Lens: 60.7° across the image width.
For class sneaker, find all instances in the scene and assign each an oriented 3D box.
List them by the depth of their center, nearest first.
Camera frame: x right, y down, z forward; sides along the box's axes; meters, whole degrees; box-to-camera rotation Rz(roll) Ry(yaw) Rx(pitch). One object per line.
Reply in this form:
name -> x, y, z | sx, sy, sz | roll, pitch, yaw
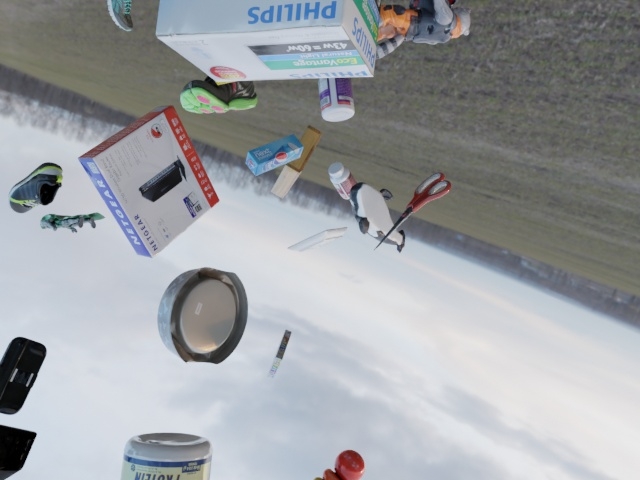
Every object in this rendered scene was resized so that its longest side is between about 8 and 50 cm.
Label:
sneaker -> -0.578, -0.699, 1.588 | 0.076, 0.167, 0.065 | -5, -153, 23
sneaker -> -0.851, -0.138, 1.629 | 0.084, 0.234, 0.097 | 16, -137, -54
sneaker -> -0.400, -0.602, 2.121 | 0.185, 0.203, 0.483 | 1, -163, 15

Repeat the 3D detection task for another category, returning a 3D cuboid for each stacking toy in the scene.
stacking toy -> 0.000, 0.725, 1.523 | 0.141, 0.330, 0.141 | 44, 173, 7

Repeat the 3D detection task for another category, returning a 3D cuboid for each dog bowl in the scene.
dog bowl -> -0.402, 0.253, 1.861 | 0.102, 0.349, 0.348 | 4, 173, 36

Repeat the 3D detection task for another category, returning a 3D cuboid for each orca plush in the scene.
orca plush -> 0.158, -0.078, 1.643 | 0.102, 0.151, 0.287 | 17, 171, 47

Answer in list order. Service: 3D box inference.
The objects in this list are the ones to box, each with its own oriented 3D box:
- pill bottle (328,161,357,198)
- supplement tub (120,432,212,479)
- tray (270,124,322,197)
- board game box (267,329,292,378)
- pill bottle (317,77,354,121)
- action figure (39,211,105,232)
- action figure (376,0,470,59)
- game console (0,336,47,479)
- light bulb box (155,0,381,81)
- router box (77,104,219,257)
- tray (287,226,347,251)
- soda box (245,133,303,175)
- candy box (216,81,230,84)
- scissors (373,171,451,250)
pill bottle -> 0.092, -0.245, 2.218 | 0.086, 0.086, 0.152 | 25, 161, 43
supplement tub -> -0.416, 0.695, 1.448 | 0.235, 0.325, 0.235 | 3, 169, 1
tray -> -0.111, -0.333, 2.398 | 0.076, 0.203, 0.411 | 29, 165, -6
board game box -> -0.147, 0.408, 1.968 | 0.026, 0.104, 0.154 | 22, -150, -2
pill bottle -> 0.048, -0.494, 1.768 | 0.108, 0.194, 0.108 | -5, 171, -1
action figure -> -0.824, -0.057, 1.755 | 0.232, 0.064, 0.137 | -1, 176, 31
action figure -> 0.251, -0.574, 1.510 | 0.329, 0.179, 0.341 | -9, 174, 2
game console -> -0.838, 0.445, 1.460 | 0.043, 0.362, 0.213 | 0, 153, 38
light bulb box -> -0.076, -0.506, 1.002 | 0.357, 0.362, 0.225 | 4, 176, 20
router box -> -0.481, -0.171, 1.590 | 0.082, 0.301, 0.336 | 7, 132, 38
tray -> 0.000, 0.000, 1.818 | 0.030, 0.145, 0.270 | 66, -163, 4
soda box -> -0.168, -0.317, 2.017 | 0.210, 0.067, 0.071 | -28, -110, -30
candy box -> -0.201, -0.507, 1.551 | 0.205, 0.105, 0.027 | -5, 153, 20
scissors -> 0.247, -0.084, 1.544 | 0.021, 0.297, 0.109 | 48, -178, -32
